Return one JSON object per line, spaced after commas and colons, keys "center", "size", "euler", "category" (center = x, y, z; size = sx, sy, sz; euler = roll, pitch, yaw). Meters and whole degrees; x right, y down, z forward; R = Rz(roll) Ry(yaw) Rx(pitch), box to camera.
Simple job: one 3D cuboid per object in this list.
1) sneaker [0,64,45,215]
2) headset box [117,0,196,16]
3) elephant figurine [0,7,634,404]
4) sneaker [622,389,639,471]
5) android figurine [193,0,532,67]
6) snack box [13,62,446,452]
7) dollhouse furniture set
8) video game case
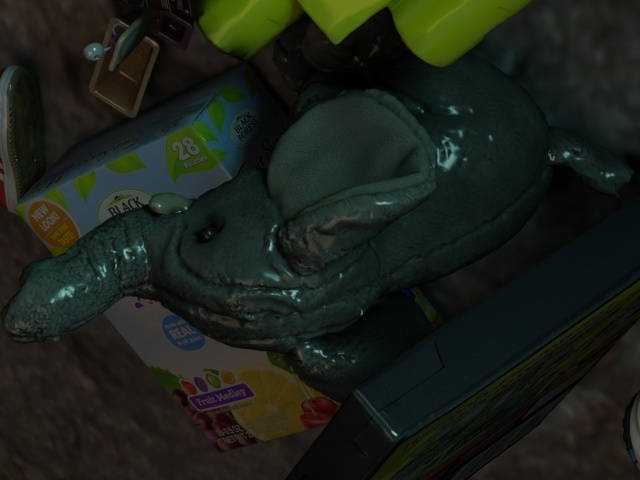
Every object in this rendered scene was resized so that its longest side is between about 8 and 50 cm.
{"center": [-0.206, -0.066, 1.151], "size": [0.067, 0.042, 0.118], "euler": [20, 139, 13], "category": "sneaker"}
{"center": [-0.063, -0.145, 0.965], "size": [0.083, 0.062, 0.032], "euler": [14, 135, 22], "category": "headset box"}
{"center": [0.000, 0.000, 0.923], "size": [0.186, 0.239, 0.169], "euler": [-23, 113, 45], "category": "elephant figurine"}
{"center": [0.262, 0.140, 1.001], "size": [0.211, 0.080, 0.081], "euler": [35, 142, -1], "category": "sneaker"}
{"center": [0.015, -0.199, 0.828], "size": [0.273, 0.056, 0.248], "euler": [-35, 99, 35], "category": "android figurine"}
{"center": [-0.052, 0.017, 1.105], "size": [0.174, 0.070, 0.207], "euler": [-21, 113, 45], "category": "snack box"}
{"center": [-0.096, -0.087, 1.027], "size": [0.091, 0.081, 0.114], "euler": [32, 139, 4], "category": "dollhouse furniture set"}
{"center": [0.070, 0.083, 0.934], "size": [0.035, 0.275, 0.248], "euler": [50, 141, 13], "category": "video game case"}
